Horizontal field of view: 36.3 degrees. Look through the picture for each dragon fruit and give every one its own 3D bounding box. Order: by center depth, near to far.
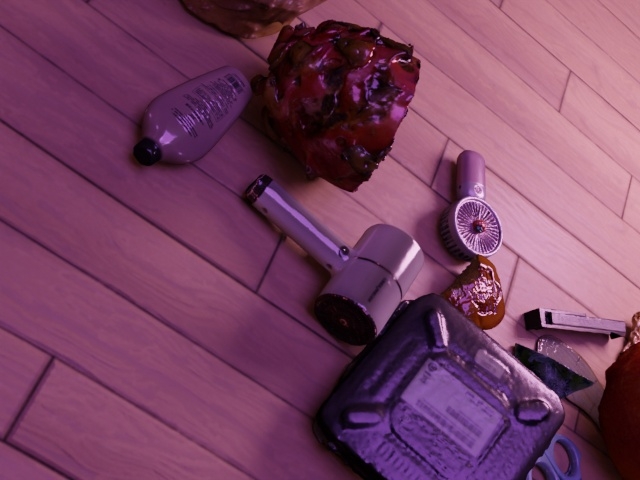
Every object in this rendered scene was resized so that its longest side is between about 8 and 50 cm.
[{"bbox_3d":[0.005,-0.254,1.752,0.263,0.314,0.296,24,83,-7],"label":"dragon fruit"}]

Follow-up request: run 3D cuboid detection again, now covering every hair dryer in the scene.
[{"bbox_3d":[0.000,0.000,1.732,0.362,0.128,0.203,41,54,-5],"label":"hair dryer"}]

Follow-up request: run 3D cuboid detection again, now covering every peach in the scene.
[{"bbox_3d":[0.769,0.380,1.959,0.335,0.310,0.406,-37,106,-31],"label":"peach"}]

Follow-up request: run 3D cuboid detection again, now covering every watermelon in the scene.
[{"bbox_3d":[0.450,0.267,1.966,0.155,0.080,0.101,37,98,-14],"label":"watermelon"}]

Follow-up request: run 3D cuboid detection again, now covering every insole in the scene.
[{"bbox_3d":[0.568,0.331,2.048,0.348,0.009,0.119,50,52,-8],"label":"insole"}]

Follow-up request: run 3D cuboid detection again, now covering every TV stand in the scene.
[{"bbox_3d":[0.542,0.178,2.065,0.256,0.049,0.040,9,69,-32],"label":"TV stand"}]

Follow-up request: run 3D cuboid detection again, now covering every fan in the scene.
[{"bbox_3d":[0.306,-0.074,1.985,0.130,0.074,0.244,17,63,-28],"label":"fan"}]

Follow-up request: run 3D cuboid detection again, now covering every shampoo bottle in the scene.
[{"bbox_3d":[-0.222,-0.208,1.671,0.127,0.078,0.257,55,50,-11],"label":"shampoo bottle"}]

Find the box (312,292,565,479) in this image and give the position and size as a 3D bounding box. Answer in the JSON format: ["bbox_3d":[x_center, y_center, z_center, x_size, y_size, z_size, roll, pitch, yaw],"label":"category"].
[{"bbox_3d":[0.208,0.301,1.682,0.359,0.091,0.350,39,63,6],"label":"box"}]

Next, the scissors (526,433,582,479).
[{"bbox_3d":[0.393,0.355,1.908,0.191,0.029,0.360,-32,89,-42],"label":"scissors"}]

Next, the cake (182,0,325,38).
[{"bbox_3d":[-0.093,-0.567,1.750,0.332,0.321,0.332,11,68,-30],"label":"cake"}]

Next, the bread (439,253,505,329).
[{"bbox_3d":[0.298,0.116,1.897,0.125,0.086,0.156,52,53,-8],"label":"bread"}]

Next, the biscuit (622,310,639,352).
[{"bbox_3d":[0.718,0.279,2.154,0.144,0.033,0.224,32,61,-25],"label":"biscuit"}]
